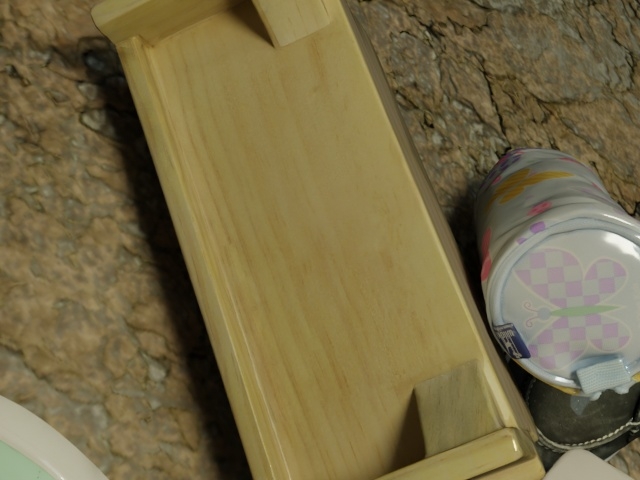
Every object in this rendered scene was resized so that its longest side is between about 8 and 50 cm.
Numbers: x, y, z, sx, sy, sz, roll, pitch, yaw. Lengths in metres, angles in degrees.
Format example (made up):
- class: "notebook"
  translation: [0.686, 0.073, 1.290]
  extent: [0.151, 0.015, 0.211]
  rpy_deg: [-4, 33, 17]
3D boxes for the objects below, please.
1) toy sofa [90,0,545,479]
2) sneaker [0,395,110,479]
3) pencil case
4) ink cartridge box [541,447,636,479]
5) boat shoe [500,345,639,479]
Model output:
- class: "toy sofa"
  translation: [0.000, 0.000, 0.602]
  extent: [0.177, 0.150, 0.363]
  rpy_deg: [38, 30, -70]
- class: "sneaker"
  translation: [-0.144, 0.163, 0.391]
  extent: [0.256, 0.094, 0.151]
  rpy_deg: [33, 43, 7]
- class: "pencil case"
  translation: [0.172, 0.009, 0.685]
  extent: [0.124, 0.113, 0.273]
  rpy_deg: [56, 13, -10]
- class: "ink cartridge box"
  translation: [0.122, 0.277, 0.484]
  extent: [0.207, 0.119, 0.353]
  rpy_deg: [30, 37, 28]
- class: "boat shoe"
  translation: [0.237, 0.094, 0.754]
  extent: [0.335, 0.119, 0.121]
  rpy_deg: [-22, 78, -45]
